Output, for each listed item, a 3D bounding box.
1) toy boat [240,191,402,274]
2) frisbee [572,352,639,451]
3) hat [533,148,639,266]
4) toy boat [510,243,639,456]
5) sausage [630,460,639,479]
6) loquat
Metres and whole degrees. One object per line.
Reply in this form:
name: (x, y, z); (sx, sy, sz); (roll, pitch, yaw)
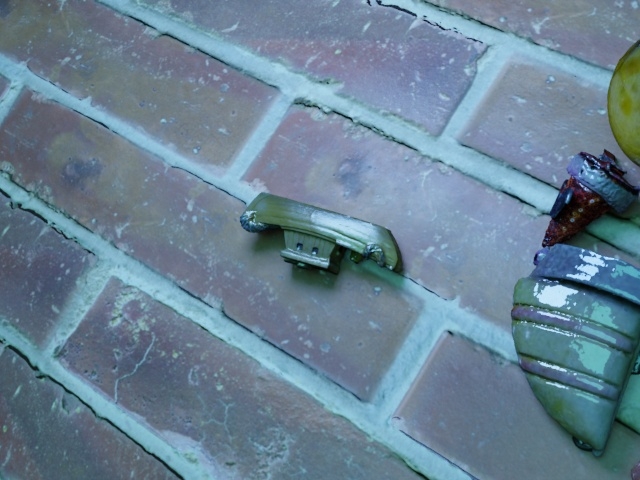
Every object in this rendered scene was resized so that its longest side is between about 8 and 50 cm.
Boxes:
toy boat: (0.000, 0.000, 1.676); (0.321, 0.089, 0.121); (18, 84, 23)
frisbee: (0.431, 0.221, 1.479); (0.187, 0.012, 0.211); (30, 83, 27)
hat: (0.432, -0.051, 1.541); (0.227, 0.129, 0.140); (-54, 20, 14)
toy boat: (0.423, 0.140, 1.447); (0.276, 0.111, 0.293); (40, 91, 27)
sausage: (0.517, 0.368, 1.372); (0.094, 0.054, 0.059); (33, 85, 26)
loquat: (0.599, -0.225, 1.462); (0.263, 0.263, 0.263); (-7, 69, 18)
